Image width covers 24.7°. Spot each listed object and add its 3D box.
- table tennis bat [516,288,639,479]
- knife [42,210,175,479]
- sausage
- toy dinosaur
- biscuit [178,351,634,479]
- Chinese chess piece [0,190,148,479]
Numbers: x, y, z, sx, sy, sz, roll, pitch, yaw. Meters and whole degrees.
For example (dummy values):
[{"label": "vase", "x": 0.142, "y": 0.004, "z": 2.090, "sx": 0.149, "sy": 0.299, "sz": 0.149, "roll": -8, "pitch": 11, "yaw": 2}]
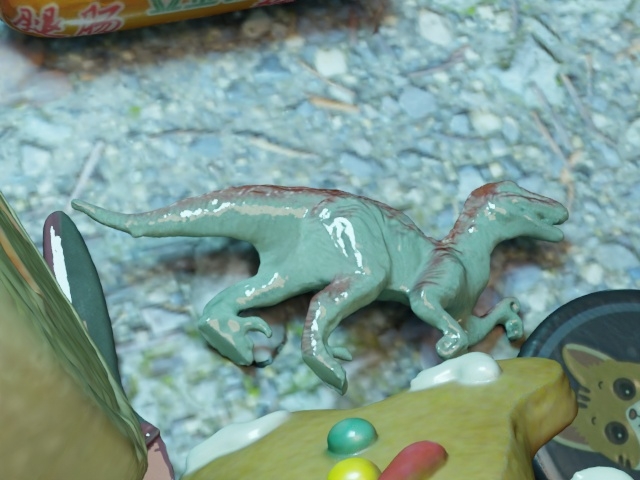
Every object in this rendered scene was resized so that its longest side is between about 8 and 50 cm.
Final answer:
[{"label": "table tennis bat", "x": 0.211, "y": 0.107, "z": 0.762, "sx": 0.236, "sy": 0.027, "sz": 0.150, "roll": 19, "pitch": 59, "yaw": 0}, {"label": "knife", "x": -0.094, "y": 0.095, "z": 0.700, "sx": 0.035, "sy": 0.018, "sz": 0.247, "roll": -11, "pitch": 68, "yaw": -22}, {"label": "sausage", "x": -0.083, "y": -0.155, "z": 0.806, "sx": 0.234, "sy": 0.071, "sz": 0.071, "roll": -14, "pitch": 66, "yaw": -20}, {"label": "toy dinosaur", "x": 0.000, "y": 0.000, "z": 0.752, "sx": 0.242, "sy": 0.053, "sz": 0.167, "roll": 23, "pitch": 58, "yaw": 0}, {"label": "biscuit", "x": 0.021, "y": 0.116, "z": 0.535, "sx": 0.216, "sy": 0.340, "sz": 0.047, "roll": -18, "pitch": 103, "yaw": 10}, {"label": "Chinese chess piece", "x": -0.201, "y": -0.009, "z": 0.547, "sx": 0.140, "sy": 0.338, "sz": 0.338, "roll": -32, "pitch": 72, "yaw": -6}]
